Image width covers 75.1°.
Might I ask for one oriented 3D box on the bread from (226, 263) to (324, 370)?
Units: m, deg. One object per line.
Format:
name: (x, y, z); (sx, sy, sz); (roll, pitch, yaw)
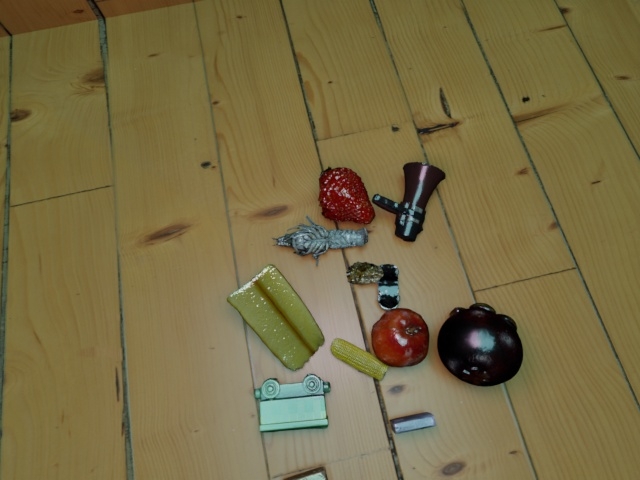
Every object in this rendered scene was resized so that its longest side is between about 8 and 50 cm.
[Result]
bread: (-0.150, 0.314, 1.649); (0.233, 0.245, 0.362); (-40, 71, -12)

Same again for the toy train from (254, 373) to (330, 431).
toy train: (-0.106, 0.623, 1.599); (0.300, 0.120, 0.203); (-5, 73, 0)

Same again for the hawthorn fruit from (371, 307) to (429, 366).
hawthorn fruit: (0.320, 0.363, 1.597); (0.241, 0.272, 0.242); (3, 67, -7)

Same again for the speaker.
speaker: (0.388, -0.184, 1.812); (0.198, 0.259, 0.330); (10, 72, 44)

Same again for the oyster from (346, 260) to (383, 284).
oyster: (0.188, 0.140, 1.768); (0.177, 0.056, 0.105); (11, 69, 37)

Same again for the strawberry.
strawberry: (0.111, -0.196, 1.801); (0.257, 0.261, 0.261); (1, 70, 16)

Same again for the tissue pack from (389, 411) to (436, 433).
tissue pack: (0.346, 0.688, 1.570); (0.156, 0.112, 0.051); (-11, 72, -2)

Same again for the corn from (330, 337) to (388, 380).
corn: (0.154, 0.473, 1.665); (0.248, 0.081, 0.081); (27, 74, 10)

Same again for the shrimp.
shrimp: (-0.004, 0.000, 1.800); (0.410, 0.166, 0.222); (-3, 90, -14)

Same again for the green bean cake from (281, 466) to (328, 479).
green bean cake: (-0.057, 0.893, 1.510); (0.179, 0.109, 0.085); (-16, 72, -3)

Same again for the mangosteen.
mangosteen: (0.611, 0.383, 1.594); (0.306, 0.307, 0.347); (25, 44, 9)

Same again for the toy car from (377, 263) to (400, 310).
toy car: (0.286, 0.197, 1.769); (0.095, 0.056, 0.205); (0, 69, 3)
